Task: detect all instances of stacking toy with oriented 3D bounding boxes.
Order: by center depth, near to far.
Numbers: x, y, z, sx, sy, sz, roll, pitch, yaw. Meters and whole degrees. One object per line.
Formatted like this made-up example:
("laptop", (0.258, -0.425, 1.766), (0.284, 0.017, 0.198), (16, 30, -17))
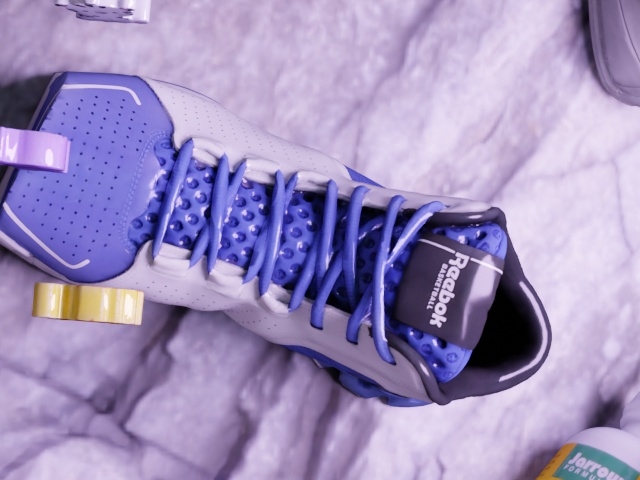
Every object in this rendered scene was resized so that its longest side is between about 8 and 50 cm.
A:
("stacking toy", (-0.188, -0.047, 0.919), (0.221, 0.052, 0.167), (3, 87, 8))

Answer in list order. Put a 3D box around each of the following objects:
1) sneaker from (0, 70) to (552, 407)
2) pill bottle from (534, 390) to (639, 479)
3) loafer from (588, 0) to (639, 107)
("sneaker", (0.001, 0.001, 0.988), (0.315, 0.182, 0.127), (24, 79, -24))
("pill bottle", (0.164, 0.184, 1.104), (0.208, 0.117, 0.117), (-47, 109, -17))
("loafer", (0.205, -0.236, 1.121), (0.112, 0.111, 0.319), (-13, 96, -25))
